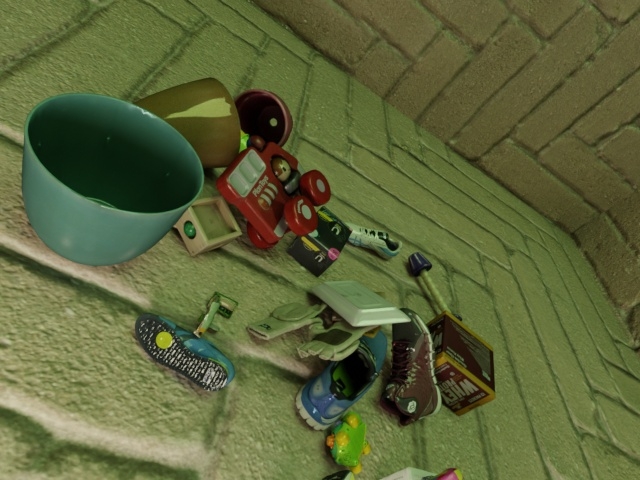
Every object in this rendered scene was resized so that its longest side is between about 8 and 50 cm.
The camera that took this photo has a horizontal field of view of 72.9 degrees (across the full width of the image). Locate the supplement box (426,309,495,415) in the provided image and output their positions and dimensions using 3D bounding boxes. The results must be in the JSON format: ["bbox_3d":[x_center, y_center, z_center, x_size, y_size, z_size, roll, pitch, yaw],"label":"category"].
[{"bbox_3d":[0.375,0.345,1.230,0.191,0.129,0.194,39,35,-7],"label":"supplement box"}]

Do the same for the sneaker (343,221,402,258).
[{"bbox_3d":[0.168,-0.012,1.439,0.238,0.086,0.085,23,41,-24],"label":"sneaker"}]

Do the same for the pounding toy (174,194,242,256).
[{"bbox_3d":[-0.291,-0.036,1.023,0.141,0.100,0.130,-24,85,-51],"label":"pounding toy"}]

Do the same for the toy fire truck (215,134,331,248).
[{"bbox_3d":[-0.123,-0.142,1.134,0.253,0.170,0.302,53,37,-26],"label":"toy fire truck"}]

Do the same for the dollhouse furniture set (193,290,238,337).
[{"bbox_3d":[-0.207,0.152,0.882,0.059,0.076,0.152,32,1,-11],"label":"dollhouse furniture set"}]

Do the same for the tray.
[{"bbox_3d":[0.087,0.141,1.050,0.146,0.030,0.270,-2,12,-22],"label":"tray"}]

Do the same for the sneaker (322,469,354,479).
[{"bbox_3d":[0.013,0.506,0.762,0.094,0.081,0.208,50,41,-3],"label":"sneaker"}]

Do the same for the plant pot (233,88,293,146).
[{"bbox_3d":[-0.176,-0.384,1.416,0.201,0.201,0.180,44,20,1],"label":"plant pot"}]

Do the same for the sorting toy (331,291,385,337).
[{"bbox_3d":[0.101,0.185,1.111,0.133,0.046,0.274,-1,20,8],"label":"sorting toy"}]

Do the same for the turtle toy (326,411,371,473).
[{"bbox_3d":[0.058,0.411,0.903,0.130,0.066,0.095,-39,110,-55],"label":"turtle toy"}]

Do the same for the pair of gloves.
[{"bbox_3d":[-0.013,0.199,0.971,0.240,0.042,0.204,10,21,34],"label":"pair of gloves"}]

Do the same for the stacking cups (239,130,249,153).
[{"bbox_3d":[-0.182,-0.226,1.312,0.316,0.096,0.096,43,35,0],"label":"stacking cups"}]

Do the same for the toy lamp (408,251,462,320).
[{"bbox_3d":[0.382,0.163,1.474,0.080,0.080,0.274,2,53,-43],"label":"toy lamp"}]

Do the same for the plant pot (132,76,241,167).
[{"bbox_3d":[-0.372,-0.278,1.095,0.255,0.237,0.237,-22,70,-38],"label":"plant pot"}]

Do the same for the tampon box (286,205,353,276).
[{"bbox_3d":[0.000,0.000,1.246,0.120,0.101,0.161,39,35,-5],"label":"tampon box"}]

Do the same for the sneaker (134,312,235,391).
[{"bbox_3d":[-0.255,0.208,0.826,0.210,0.069,0.082,34,3,1],"label":"sneaker"}]

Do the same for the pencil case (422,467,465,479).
[{"bbox_3d":[0.257,0.522,0.755,0.105,0.104,0.236,-3,52,-46],"label":"pencil case"}]

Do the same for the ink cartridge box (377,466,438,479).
[{"bbox_3d":[0.222,0.609,0.813,0.208,0.117,0.282,27,38,-23],"label":"ink cartridge box"}]

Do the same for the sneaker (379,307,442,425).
[{"bbox_3d":[0.203,0.316,1.063,0.163,0.107,0.280,-11,85,-39],"label":"sneaker"}]

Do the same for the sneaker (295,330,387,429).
[{"bbox_3d":[0.088,0.292,0.989,0.129,0.147,0.330,48,34,7],"label":"sneaker"}]

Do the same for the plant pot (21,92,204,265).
[{"bbox_3d":[-0.409,-0.089,0.824,0.293,0.235,0.292,27,38,-23],"label":"plant pot"}]
